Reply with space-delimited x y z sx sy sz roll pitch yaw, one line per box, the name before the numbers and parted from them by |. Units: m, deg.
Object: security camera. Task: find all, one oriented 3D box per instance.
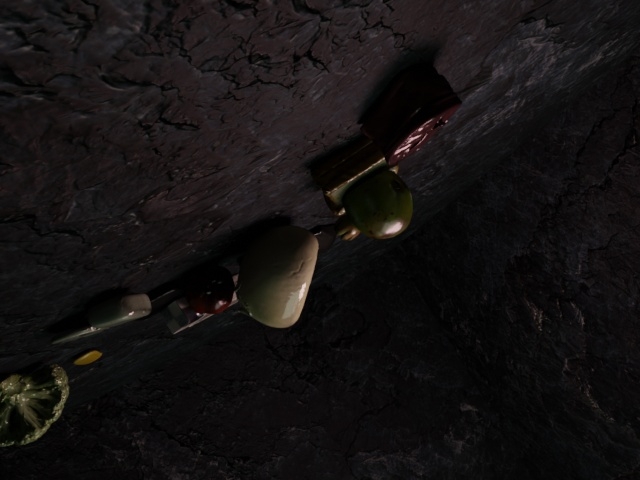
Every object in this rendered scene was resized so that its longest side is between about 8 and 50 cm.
security camera | -0.637 0.224 1.406 0.302 0.080 0.157 -22 174 15

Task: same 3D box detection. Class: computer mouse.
computer mouse | 0.000 0.000 2.019 0.147 0.088 0.264 -38 164 26

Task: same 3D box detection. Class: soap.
soap | -0.883 0.447 1.872 0.089 0.033 0.168 -25 169 -11

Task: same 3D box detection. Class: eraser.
eraser | -0.409 0.223 1.800 0.098 0.096 0.404 -36 174 23

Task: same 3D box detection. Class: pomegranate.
pomegranate | 0.149 -0.071 1.369 0.241 0.159 0.190 -29 167 3

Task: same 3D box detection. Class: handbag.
handbag | 0.207 -0.281 1.126 0.146 0.135 0.225 -27 169 -36

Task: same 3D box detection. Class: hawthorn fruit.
hawthorn fruit | -0.365 0.167 1.632 0.169 0.169 0.188 -26 174 -19

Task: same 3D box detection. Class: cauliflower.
cauliflower | -0.983 0.514 1.577 0.273 0.275 0.250 -3 136 16

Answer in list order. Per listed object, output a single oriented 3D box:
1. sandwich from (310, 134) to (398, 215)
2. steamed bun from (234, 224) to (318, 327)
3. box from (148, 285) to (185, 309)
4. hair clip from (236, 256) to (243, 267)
sandwich | 0.109 -0.193 1.382 0.249 0.095 0.273 -33 168 1
steamed bun | -0.146 0.096 1.597 0.333 0.233 0.311 -90 -165 -69
box | -0.542 0.208 1.649 0.201 0.042 0.212 -30 170 -1
hair clip | -0.195 0.085 1.883 0.101 0.085 0.331 -36 162 18
